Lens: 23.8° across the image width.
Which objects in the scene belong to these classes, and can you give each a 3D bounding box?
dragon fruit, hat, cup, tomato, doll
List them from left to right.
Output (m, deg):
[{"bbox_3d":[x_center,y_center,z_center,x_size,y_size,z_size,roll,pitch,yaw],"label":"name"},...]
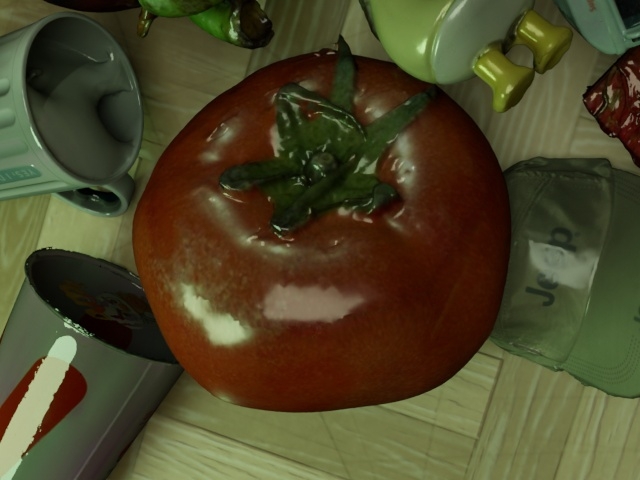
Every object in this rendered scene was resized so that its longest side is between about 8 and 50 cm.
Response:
[{"bbox_3d":[-0.291,-0.096,1.488,0.202,0.167,0.221,-10,109,33],"label":"cup"},{"bbox_3d":[-0.268,0.177,1.513,0.203,0.203,0.288,32,106,9],"label":"cup"},{"bbox_3d":[0.000,0.000,1.391,0.341,0.273,0.341,0,60,1],"label":"tomato"},{"bbox_3d":[0.084,-0.227,1.325,0.141,0.117,0.296,-45,57,-5],"label":"doll"},{"bbox_3d":[0.224,0.024,1.387,0.149,0.244,0.214,11,93,-9],"label":"hat"},{"bbox_3d":[0.316,-0.132,1.380,0.120,0.161,0.127,43,111,9],"label":"dragon fruit"}]

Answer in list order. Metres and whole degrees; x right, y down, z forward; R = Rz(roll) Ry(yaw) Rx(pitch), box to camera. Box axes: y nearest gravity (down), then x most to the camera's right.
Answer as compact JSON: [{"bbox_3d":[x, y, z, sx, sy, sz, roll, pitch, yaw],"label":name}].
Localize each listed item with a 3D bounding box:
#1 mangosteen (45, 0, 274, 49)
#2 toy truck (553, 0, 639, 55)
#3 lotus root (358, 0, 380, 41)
[{"bbox_3d":[-0.169,-0.325,1.405,0.306,0.306,0.359,-32,101,12],"label":"mangosteen"},{"bbox_3d":[0.226,-0.306,1.288,0.162,0.136,0.305,-25,108,7],"label":"toy truck"},{"bbox_3d":[0.131,-0.285,1.428,0.235,0.119,0.138,-43,84,13],"label":"lotus root"}]
